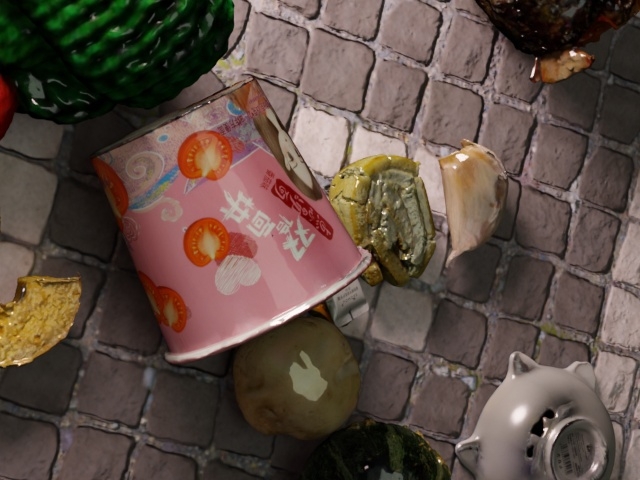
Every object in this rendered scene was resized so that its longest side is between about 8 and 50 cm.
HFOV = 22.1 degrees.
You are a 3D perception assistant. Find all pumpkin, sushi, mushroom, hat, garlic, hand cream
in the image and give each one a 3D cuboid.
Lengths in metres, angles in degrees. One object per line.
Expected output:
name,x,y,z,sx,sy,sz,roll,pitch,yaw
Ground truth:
pumpkin,0.061,0.294,1.828,0.190,0.146,0.190,-6,122,-9
sushi,0.319,-0.346,1.922,0.182,0.196,0.343,39,86,-16
mushroom,-0.025,0.151,1.798,0.148,0.112,0.148,0,89,-28
hat,-0.273,-0.202,1.614,0.332,0.242,0.274,-43,89,1
garlic,0.182,-0.045,1.948,0.084,0.066,0.152,-4,89,-3
hand cream,0.000,0.000,1.840,0.067,0.042,0.194,-28,98,-53
pumpkin,0.001,0.067,1.858,0.083,0.028,0.050,38,59,-29

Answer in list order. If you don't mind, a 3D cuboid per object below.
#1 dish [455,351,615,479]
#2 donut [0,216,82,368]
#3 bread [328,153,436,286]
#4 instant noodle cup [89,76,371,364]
dish,0.281,0.255,1.992,0.228,0.086,0.236,15,83,-29
donut,-0.336,0.047,1.639,0.146,0.078,0.181,-51,120,-18
bread,0.076,-0.022,1.880,0.117,0.064,0.156,-24,101,-26
instant noodle cup,-0.100,-0.027,1.689,0.243,0.243,0.231,-30,100,-26
